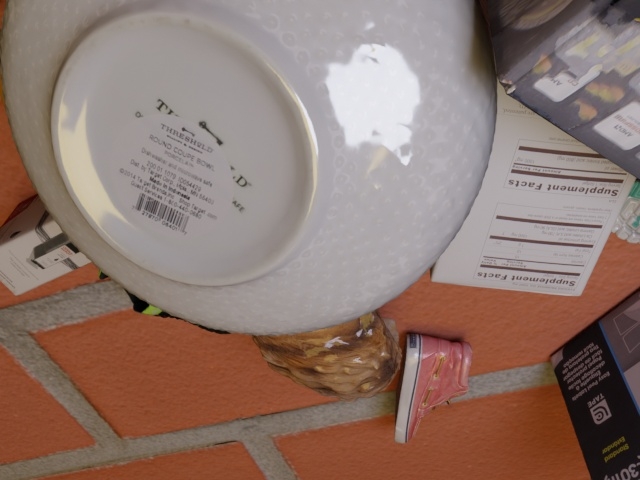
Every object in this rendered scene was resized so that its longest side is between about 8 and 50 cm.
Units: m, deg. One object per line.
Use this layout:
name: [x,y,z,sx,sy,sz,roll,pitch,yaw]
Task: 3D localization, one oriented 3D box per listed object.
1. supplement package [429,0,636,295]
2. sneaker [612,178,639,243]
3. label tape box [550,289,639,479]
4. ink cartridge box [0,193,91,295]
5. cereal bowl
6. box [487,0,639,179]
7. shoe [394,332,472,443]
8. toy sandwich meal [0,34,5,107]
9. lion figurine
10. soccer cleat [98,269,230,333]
supplement package: [0.172,-0.091,0.512,0.134,0.139,0.244,6,128,-1]
sneaker: [0.308,-0.039,0.575,0.167,0.076,0.065,10,131,-27]
label tape box: [0.384,0.189,0.596,0.106,0.333,0.240,28,123,-18]
ink cartridge box: [-0.247,-0.017,0.610,0.135,0.099,0.056,-22,122,17]
cereal bowl: [-0.059,-0.074,0.400,0.339,0.141,0.338,6,117,11]
box: [0.335,-0.112,0.305,0.395,0.097,0.318,23,144,-26]
shoe: [0.138,0.192,0.778,0.081,0.063,0.177,6,124,4]
toy sandwich meal: [-0.259,-0.143,0.556,0.086,0.029,0.085,1,128,1]
lion figurine: [0.000,0.000,0.579,0.240,0.142,0.392,20,135,4]
soccer cleat: [-0.165,0.063,0.685,0.179,0.072,0.060,38,120,-24]
